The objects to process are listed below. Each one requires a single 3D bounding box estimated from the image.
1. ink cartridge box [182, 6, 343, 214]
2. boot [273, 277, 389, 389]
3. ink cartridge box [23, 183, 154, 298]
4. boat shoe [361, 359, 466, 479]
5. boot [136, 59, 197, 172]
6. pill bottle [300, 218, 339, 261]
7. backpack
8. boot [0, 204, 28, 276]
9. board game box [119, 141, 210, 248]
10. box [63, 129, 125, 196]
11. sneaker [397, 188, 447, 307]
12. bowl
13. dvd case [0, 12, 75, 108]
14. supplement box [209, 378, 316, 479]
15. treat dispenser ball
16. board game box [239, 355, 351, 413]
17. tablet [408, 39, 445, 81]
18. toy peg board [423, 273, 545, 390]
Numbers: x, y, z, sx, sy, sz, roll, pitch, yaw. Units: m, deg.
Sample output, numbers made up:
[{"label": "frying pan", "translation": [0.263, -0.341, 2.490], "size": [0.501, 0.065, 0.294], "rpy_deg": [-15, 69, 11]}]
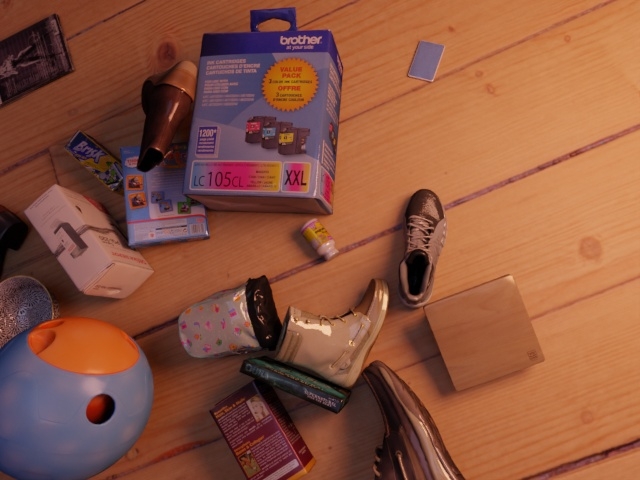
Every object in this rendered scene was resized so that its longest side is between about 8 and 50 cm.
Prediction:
[{"label": "ink cartridge box", "translation": [-0.104, -0.260, 0.995], "size": [0.270, 0.151, 0.395], "rpy_deg": [2, 79, 12]}, {"label": "boot", "translation": [0.021, 0.147, 0.908], "size": [0.165, 0.077, 0.213], "rpy_deg": [23, 89, -8]}, {"label": "ink cartridge box", "translation": [-0.465, 0.007, 1.011], "size": [0.092, 0.158, 0.218], "rpy_deg": [-41, 76, 1]}, {"label": "boat shoe", "translation": [0.144, 0.360, 0.804], "size": [0.130, 0.132, 0.355], "rpy_deg": [-34, 51, 5]}, {"label": "boot", "translation": [-0.332, -0.232, 0.991], "size": [0.090, 0.248, 0.207], "rpy_deg": [26, 69, -28]}, {"label": "pill bottle", "translation": [0.000, 0.000, 0.979], "size": [0.043, 0.043, 0.083], "rpy_deg": [-39, 76, 3]}, {"label": "backpack", "translation": [-0.177, 0.155, 0.951], "size": [0.182, 0.115, 0.152], "rpy_deg": [-16, 80, 11]}, {"label": "boot", "translation": [-0.843, -0.004, 1.122], "size": [0.280, 0.096, 0.264], "rpy_deg": [29, 87, 15]}, {"label": "board game box", "translation": [-0.324, -0.098, 1.038], "size": [0.160, 0.039, 0.211], "rpy_deg": [-7, 79, -12]}, {"label": "box", "translation": [-0.483, -0.171, 1.100], "size": [0.169, 0.054, 0.059], "rpy_deg": [38, 89, 14]}, {"label": "sneaker", "translation": [0.185, 0.006, 0.895], "size": [0.086, 0.132, 0.228], "rpy_deg": [4, 81, 12]}, {"label": "bowl", "translation": [-0.614, 0.162, 1.054], "size": [0.170, 0.080, 0.170], "rpy_deg": [-2, 80, 12]}, {"label": "dvd case", "translation": [-0.715, -0.437, 1.213], "size": [0.221, 0.018, 0.164], "rpy_deg": [-23, 78, 6]}, {"label": "supplement box", "translation": [-0.106, 0.361, 0.917], "size": [0.104, 0.081, 0.188], "rpy_deg": [-35, 76, 4]}, {"label": "treat dispenser ball", "translation": [-0.450, 0.281, 0.892], "size": [0.288, 0.288, 0.288], "rpy_deg": [-2, 80, 11]}, {"label": "board game box", "translation": [-0.041, 0.256, 0.900], "size": [0.186, 0.126, 0.026], "rpy_deg": [19, 85, 13]}, {"label": "tablet", "translation": [0.218, -0.369, 1.020], "size": [0.054, 0.006, 0.083], "rpy_deg": [19, 83, 14]}, {"label": "toy peg board", "translation": [0.284, 0.157, 0.889], "size": [0.161, 0.079, 0.160], "rpy_deg": [-22, 92, 7]}]
